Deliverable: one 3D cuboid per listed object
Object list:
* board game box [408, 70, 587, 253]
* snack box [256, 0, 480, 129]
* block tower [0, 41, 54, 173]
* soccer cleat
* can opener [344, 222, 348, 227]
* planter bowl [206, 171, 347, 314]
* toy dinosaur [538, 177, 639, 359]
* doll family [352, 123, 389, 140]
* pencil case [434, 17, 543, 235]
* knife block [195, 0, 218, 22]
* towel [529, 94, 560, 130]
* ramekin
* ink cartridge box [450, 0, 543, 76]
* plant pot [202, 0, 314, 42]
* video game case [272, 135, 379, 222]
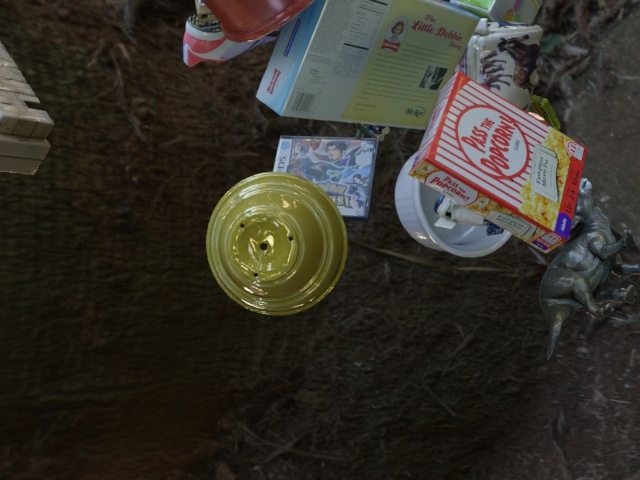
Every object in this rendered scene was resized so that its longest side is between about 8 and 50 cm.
[{"bbox_3d":[0.215,-0.094,0.810,0.045,0.194,0.146,-48,16,58],"label":"board game box"},{"bbox_3d":[0.077,-0.254,0.933,0.060,0.322,0.187,43,120,32],"label":"snack box"},{"bbox_3d":[-0.532,-0.250,1.056,0.091,0.097,0.335,-48,67,22],"label":"block tower"},{"bbox_3d":[-0.233,-0.526,1.780,0.109,0.318,0.116,40,127,20],"label":"soccer cleat"},{"bbox_3d":[0.000,0.000,1.932,0.095,0.076,0.283,29,87,-1],"label":"can opener"},{"bbox_3d":[-0.074,0.007,0.982,0.217,0.090,0.217,0,93,9],"label":"planter bowl"},{"bbox_3d":[0.428,0.058,1.113,0.160,0.121,0.313,7,71,57],"label":"toy dinosaur"},{"bbox_3d":[0.123,-0.319,1.515,0.111,0.076,0.193,34,92,38],"label":"doll family"},{"bbox_3d":[0.314,-0.220,1.301,0.160,0.184,0.409,17,120,30],"label":"pencil case"},{"bbox_3d":[-0.217,-0.560,1.349,0.242,0.088,0.275,-132,33,-80],"label":"knife block"},{"bbox_3d":[0.421,-0.305,1.519,0.021,0.102,0.237,-52,44,-4],"label":"towel"},{"bbox_3d":[0.303,-0.101,1.530,0.135,0.277,0.277,-179,102,-68],"label":"ramekin"},{"bbox_3d":[0.331,-0.428,1.373,0.097,0.189,0.255,30,97,33],"label":"ink cartridge box"},{"bbox_3d":[-0.112,-0.419,0.773,0.273,0.265,0.272,-29,42,30],"label":"plant pot"},{"bbox_3d":[0.006,-0.165,1.793,0.275,0.035,0.248,3,62,12],"label":"video game case"}]
